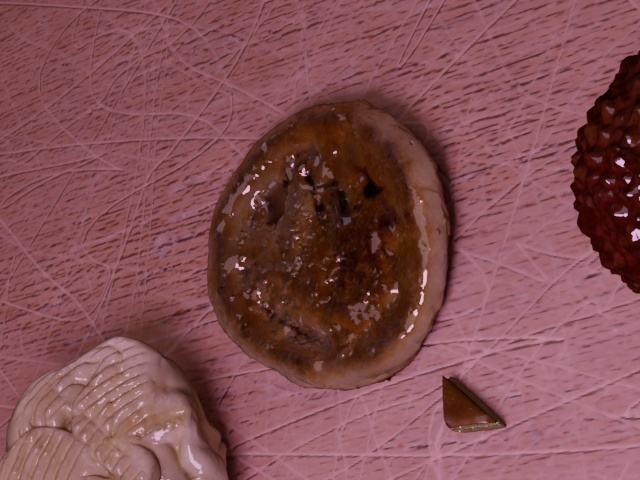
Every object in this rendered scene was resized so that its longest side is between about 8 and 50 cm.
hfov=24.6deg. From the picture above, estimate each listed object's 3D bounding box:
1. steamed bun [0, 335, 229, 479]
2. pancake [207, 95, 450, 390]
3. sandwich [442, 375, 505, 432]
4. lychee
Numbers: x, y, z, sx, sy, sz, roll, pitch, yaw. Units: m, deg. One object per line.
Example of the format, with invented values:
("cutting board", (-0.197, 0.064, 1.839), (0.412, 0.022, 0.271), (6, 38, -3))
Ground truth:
("steamed bun", (-0.231, 0.294, 1.678), (0.276, 0.203, 0.289), (-29, 59, -3))
("pancake", (0.001, 0.000, 1.674), (0.356, 0.065, 0.356), (-13, 70, 38))
("sandwich", (0.150, 0.180, 1.529), (0.083, 0.031, 0.044), (40, 97, 40))
("lychee", (0.359, -0.065, 1.312), (0.264, 0.300, 0.264), (26, 134, 29))
